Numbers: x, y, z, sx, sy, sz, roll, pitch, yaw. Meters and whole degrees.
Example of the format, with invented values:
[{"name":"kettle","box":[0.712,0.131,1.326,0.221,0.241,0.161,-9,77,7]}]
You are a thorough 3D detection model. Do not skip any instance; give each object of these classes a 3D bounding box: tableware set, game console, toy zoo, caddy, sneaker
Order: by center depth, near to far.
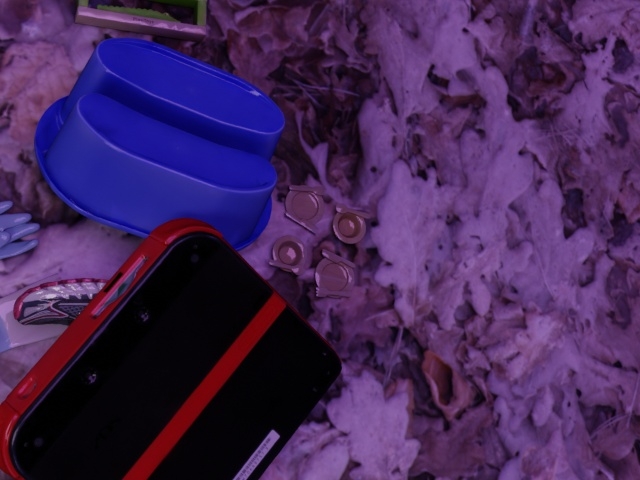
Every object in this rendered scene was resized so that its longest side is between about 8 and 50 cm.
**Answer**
[{"name":"game console","box":[-0.183,0.202,1.245,0.387,0.060,0.342,-51,123,-14]},{"name":"sneaker","box":[-0.248,0.116,1.276,0.299,0.121,0.112,13,76,-24]},{"name":"caddy","box":[-0.210,-0.115,1.328,0.341,0.179,0.241,21,48,-16]},{"name":"tableware set","box":[0.000,0.000,1.468,0.141,0.020,0.169,21,70,-16]},{"name":"toy zoo","box":[-0.263,-0.451,1.468,0.192,0.030,0.294,4,75,-21]}]

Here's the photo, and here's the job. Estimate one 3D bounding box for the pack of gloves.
[{"name":"pack of gloves","box":[-0.456,0.061,1.262,0.232,0.046,0.195,-18,85,-36]}]
